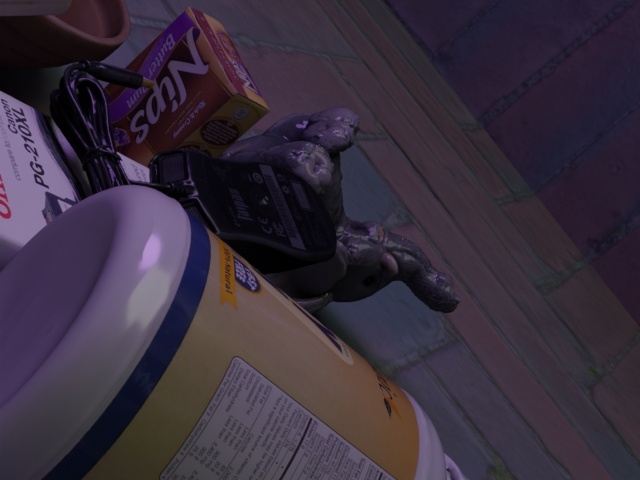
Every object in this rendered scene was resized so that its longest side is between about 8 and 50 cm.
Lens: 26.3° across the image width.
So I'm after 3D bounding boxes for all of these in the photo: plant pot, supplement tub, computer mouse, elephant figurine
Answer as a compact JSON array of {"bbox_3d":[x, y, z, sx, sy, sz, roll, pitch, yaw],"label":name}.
[{"bbox_3d":[-0.292,-0.233,1.224,0.237,0.110,0.237,43,21,-21],"label":"plant pot"},{"bbox_3d":[-0.067,0.141,0.845,0.316,0.228,0.228,41,21,-24],"label":"supplement tub"},{"bbox_3d":[-0.107,-0.050,1.078,0.262,0.060,0.184,4,53,-52],"label":"computer mouse"},{"bbox_3d":[0.000,0.000,1.395,0.169,0.186,0.239,-37,117,-38],"label":"elephant figurine"}]

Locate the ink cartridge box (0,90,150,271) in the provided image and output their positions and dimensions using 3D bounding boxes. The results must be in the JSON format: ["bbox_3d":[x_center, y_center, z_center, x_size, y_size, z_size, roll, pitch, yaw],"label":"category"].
[{"bbox_3d":[-0.204,-0.003,1.002,0.237,0.100,0.172,28,28,-47],"label":"ink cartridge box"}]

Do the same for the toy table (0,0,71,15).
[{"bbox_3d":[-0.322,-0.212,0.961,0.274,0.252,0.161,-17,54,-27],"label":"toy table"}]

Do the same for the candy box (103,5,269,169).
[{"bbox_3d":[-0.143,-0.098,1.184,0.053,0.186,0.109,22,33,-52],"label":"candy box"}]
